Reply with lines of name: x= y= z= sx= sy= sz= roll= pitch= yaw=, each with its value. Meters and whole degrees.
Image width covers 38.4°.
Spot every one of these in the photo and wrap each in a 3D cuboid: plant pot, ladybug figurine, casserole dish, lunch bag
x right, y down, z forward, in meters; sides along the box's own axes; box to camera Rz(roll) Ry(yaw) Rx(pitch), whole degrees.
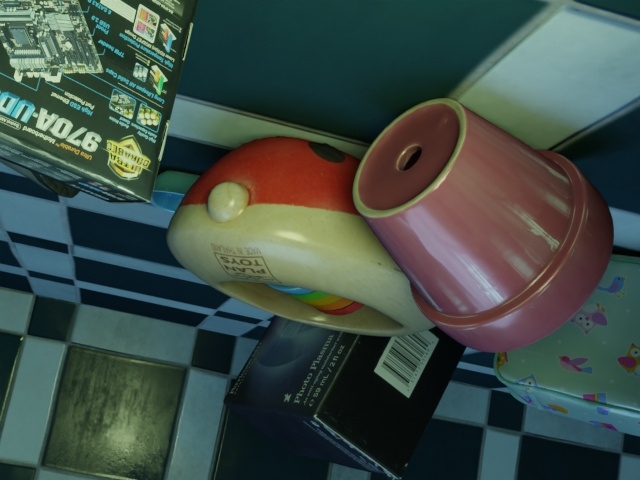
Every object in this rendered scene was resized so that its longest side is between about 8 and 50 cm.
plant pot: x=0.134 y=-0.025 z=0.840 sx=0.180 sy=0.201 sz=0.201 roll=38 pitch=154 yaw=-31
ladybug figurine: x=0.000 y=0.000 z=1.072 sx=0.305 sy=0.161 sz=0.449 roll=6 pitch=167 yaw=22
casserole dish: x=-0.143 y=-0.055 z=1.228 sx=0.188 sy=0.037 sz=0.114 roll=10 pitch=167 yaw=0
lunch bag: x=0.381 y=0.124 z=1.178 sx=0.279 sy=0.224 sz=0.108 roll=9 pitch=157 yaw=29

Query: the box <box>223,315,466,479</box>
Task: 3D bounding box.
box: x=0.043 y=0.179 z=1.412 sx=0.183 sy=0.296 sz=0.294 roll=40 pitch=157 yaw=-21

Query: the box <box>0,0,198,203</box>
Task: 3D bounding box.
box: x=-0.186 y=-0.140 z=0.604 sx=0.051 sy=0.175 sz=0.220 roll=0 pitch=164 yaw=39

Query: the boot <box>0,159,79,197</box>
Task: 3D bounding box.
boot: x=-0.379 y=-0.134 z=1.031 sx=0.161 sy=0.083 sz=0.246 roll=12 pitch=163 yaw=24
